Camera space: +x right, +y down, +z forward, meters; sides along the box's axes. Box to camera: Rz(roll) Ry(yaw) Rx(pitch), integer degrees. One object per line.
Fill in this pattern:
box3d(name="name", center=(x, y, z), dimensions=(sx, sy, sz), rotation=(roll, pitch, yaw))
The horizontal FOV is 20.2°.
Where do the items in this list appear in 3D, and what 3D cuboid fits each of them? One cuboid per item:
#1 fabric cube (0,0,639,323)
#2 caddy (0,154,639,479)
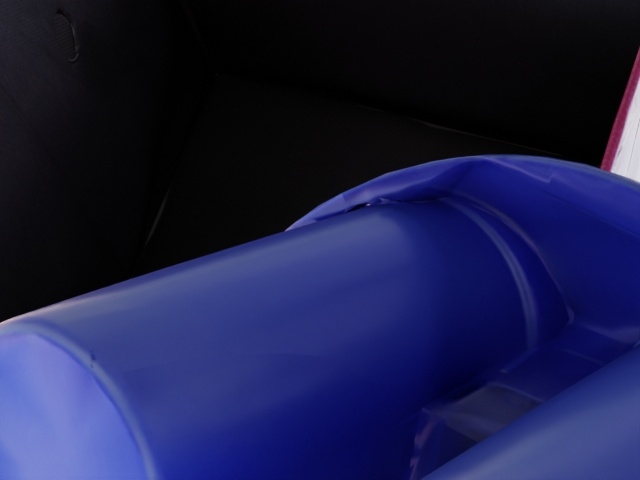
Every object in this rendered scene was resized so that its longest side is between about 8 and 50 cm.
box3d(name="fabric cube", center=(0.000, 0.000, 0.743), dimensions=(0.254, 0.259, 0.258), rotation=(14, 160, 16))
box3d(name="caddy", center=(0.022, 0.149, 0.448), dimensions=(0.241, 0.341, 0.179), rotation=(22, -159, 37))
